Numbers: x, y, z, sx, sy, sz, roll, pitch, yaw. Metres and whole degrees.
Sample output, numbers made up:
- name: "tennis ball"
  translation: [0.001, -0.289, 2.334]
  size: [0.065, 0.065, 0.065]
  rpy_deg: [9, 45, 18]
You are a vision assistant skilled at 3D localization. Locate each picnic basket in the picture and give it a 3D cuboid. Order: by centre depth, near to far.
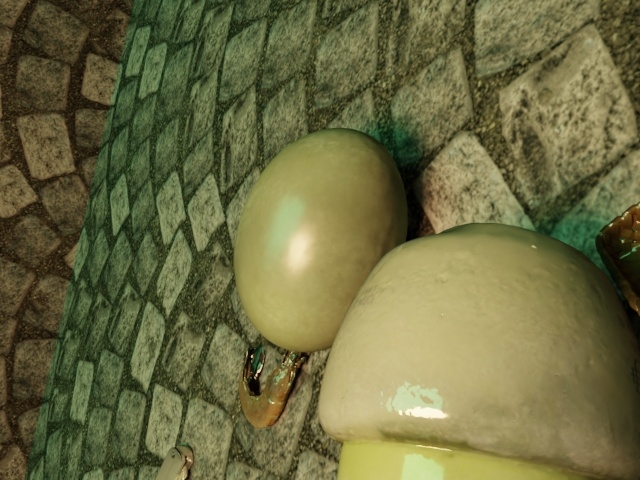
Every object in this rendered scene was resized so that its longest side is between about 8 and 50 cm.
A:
- name: "picnic basket"
  translation: [0.343, 0.025, 0.643]
  size: [0.110, 0.055, 0.193]
  rpy_deg: [-38, 18, 21]

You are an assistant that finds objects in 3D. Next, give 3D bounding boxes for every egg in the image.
- name: "egg"
  translation: [0.000, 0.000, 1.029]
  size: [0.258, 0.258, 0.352]
  rpy_deg: [20, 98, 55]

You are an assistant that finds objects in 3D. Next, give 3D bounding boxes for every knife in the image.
- name: "knife"
  translation: [-0.352, 0.572, 1.503]
  size: [0.073, 0.041, 0.265]
  rpy_deg: [45, 115, 41]

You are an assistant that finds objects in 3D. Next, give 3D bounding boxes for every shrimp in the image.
- name: "shrimp"
  translation: [-0.093, 0.244, 1.255]
  size: [0.219, 0.046, 0.152]
  rpy_deg: [-60, 41, 22]

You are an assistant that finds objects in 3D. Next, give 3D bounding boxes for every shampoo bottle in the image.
- name: "shampoo bottle"
  translation: [0.162, 0.158, 0.686]
  size: [0.322, 0.322, 0.317]
  rpy_deg: [-21, 53, 50]
